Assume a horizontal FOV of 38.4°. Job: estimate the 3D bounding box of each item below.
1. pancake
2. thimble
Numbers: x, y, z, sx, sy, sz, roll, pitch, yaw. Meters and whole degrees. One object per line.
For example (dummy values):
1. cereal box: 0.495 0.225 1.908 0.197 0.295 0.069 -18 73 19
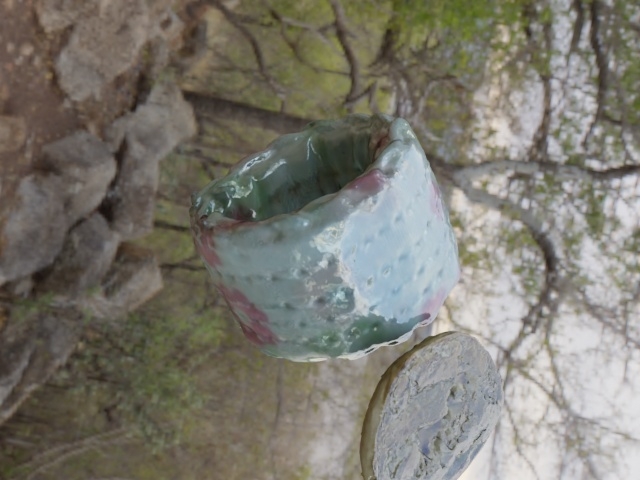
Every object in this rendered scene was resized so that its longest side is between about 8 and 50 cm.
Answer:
1. pancake: 0.086 0.144 0.721 0.158 0.028 0.158 -18 120 -35
2. thimble: 0.000 0.000 0.757 0.185 0.210 0.149 -85 155 -58
